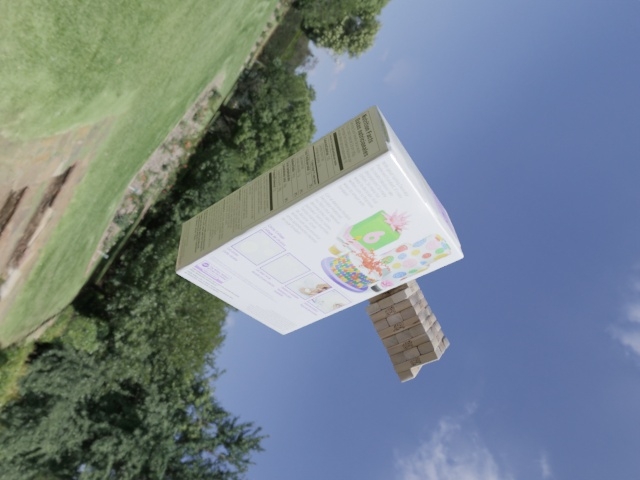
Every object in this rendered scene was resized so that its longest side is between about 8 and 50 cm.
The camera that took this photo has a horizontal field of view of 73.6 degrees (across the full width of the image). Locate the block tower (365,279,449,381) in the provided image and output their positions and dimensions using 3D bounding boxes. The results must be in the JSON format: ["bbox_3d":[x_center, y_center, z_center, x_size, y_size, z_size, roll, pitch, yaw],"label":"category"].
[{"bbox_3d":[0.128,0.088,0.826,0.097,0.336,0.091,-29,171,26],"label":"block tower"}]

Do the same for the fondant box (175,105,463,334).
[{"bbox_3d":[0.000,0.000,0.614,0.330,0.238,0.096,-26,-134,23],"label":"fondant box"}]
